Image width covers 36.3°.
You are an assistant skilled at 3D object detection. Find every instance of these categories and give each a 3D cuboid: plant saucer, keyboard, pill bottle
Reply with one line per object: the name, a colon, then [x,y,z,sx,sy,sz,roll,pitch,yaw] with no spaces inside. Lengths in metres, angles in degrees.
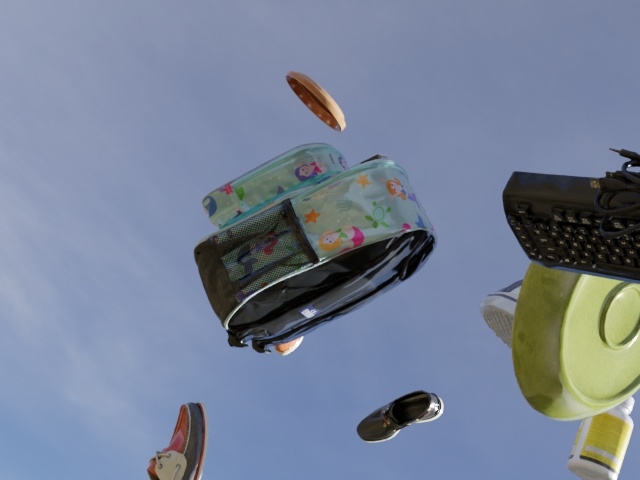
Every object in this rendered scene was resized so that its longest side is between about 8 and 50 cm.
plant saucer: [0.281,0.068,0.943,0.037,0.241,0.241,21,-33,50]
keyboard: [0.165,0.003,0.458,0.192,0.038,0.100,8,-38,42]
plant saucer: [-0.004,-0.148,1.026,0.083,0.013,0.083,43,-5,5]
pill bottle: [0.369,0.254,1.272,0.065,0.116,0.065,22,-22,9]

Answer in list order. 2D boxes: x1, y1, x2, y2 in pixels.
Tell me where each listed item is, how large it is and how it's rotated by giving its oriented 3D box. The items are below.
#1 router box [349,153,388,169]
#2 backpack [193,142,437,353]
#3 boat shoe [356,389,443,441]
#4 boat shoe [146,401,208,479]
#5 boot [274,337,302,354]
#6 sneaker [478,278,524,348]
router box: [0.082,-0.039,1.656,0.133,0.046,0.179,-25,-100,22]
backpack: [0.000,0.000,1.123,0.225,0.254,0.191,40,29,-71]
boat shoe: [0.105,0.245,1.368,0.133,0.049,0.042,-25,-35,22]
boat shoe: [-0.127,0.202,0.823,0.043,0.137,0.049,15,-11,-19]
boot: [-0.038,0.102,1.509,0.059,0.158,0.084,15,-37,20]
sneaker: [0.316,0.090,1.227,0.126,0.127,0.321,49,-11,-9]
